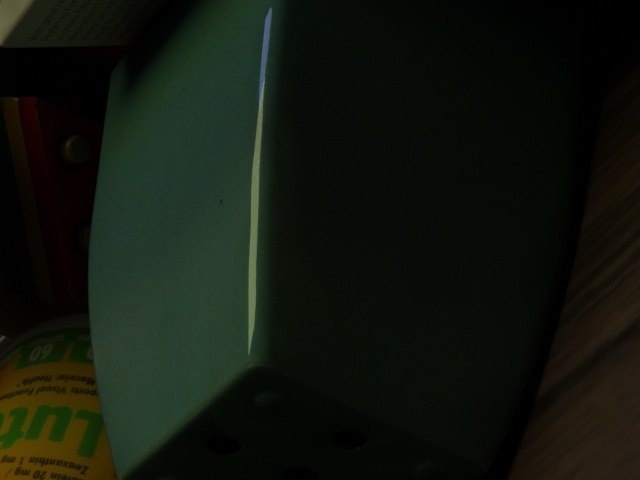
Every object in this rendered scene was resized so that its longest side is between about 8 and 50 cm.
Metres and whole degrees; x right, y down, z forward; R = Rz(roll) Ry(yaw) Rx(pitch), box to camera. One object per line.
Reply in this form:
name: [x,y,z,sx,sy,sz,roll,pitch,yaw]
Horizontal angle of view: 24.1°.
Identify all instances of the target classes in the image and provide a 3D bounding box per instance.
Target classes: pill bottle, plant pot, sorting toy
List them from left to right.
sorting toy: [-0.169,-0.086,0.777,0.089,0.257,0.255,5,78,45]
pill bottle: [-0.129,0.163,0.725,0.136,0.136,0.246,-45,19,35]
plant pot: [0.000,0.000,0.628,0.165,0.165,0.234,-43,29,41]

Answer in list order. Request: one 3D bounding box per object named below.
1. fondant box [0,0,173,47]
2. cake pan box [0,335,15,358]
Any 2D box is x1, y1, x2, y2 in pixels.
fondant box: [0.018,-0.199,0.718,0.330,0.096,0.238,-10,-25,-45]
cake pan box: [-0.204,-0.016,1.437,0.267,0.070,0.246,-39,25,47]
